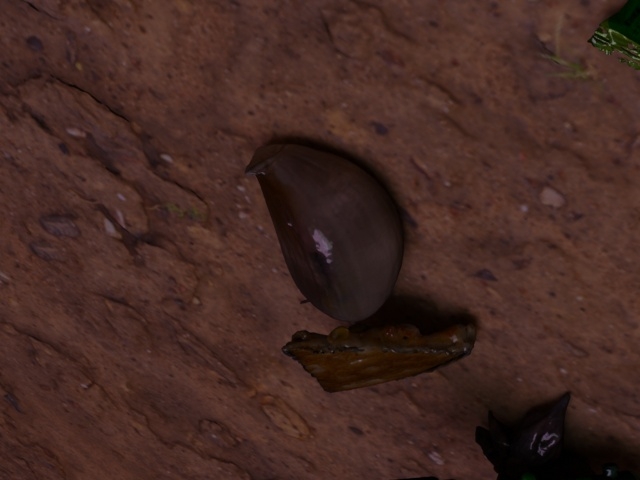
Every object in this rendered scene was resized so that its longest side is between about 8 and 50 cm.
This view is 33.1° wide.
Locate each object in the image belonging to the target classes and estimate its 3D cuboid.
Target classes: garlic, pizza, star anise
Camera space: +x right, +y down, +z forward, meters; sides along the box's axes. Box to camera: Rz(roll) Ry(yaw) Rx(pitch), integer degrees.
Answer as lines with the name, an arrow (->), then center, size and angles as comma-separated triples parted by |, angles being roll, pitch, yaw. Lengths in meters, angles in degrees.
garlic -> 0.009, 0.009, 0.921 | 0.128, 0.090, 0.198 | 24, 150, 35
pizza -> 0.027, 0.102, 0.969 | 0.176, 0.036, 0.184 | 10, 155, -31
star anise -> 0.131, 0.243, 0.977 | 0.218, 0.227, 0.148 | 28, 149, 24

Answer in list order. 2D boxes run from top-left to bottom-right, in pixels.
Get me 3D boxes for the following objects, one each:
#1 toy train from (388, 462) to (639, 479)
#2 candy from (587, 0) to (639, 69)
toy train -> 0.174, 0.259, 0.942 | 0.251, 0.085, 0.119 | -4, 98, -9
candy -> 0.244, -0.150, 0.618 | 0.102, 0.032, 0.178 | 33, 141, 0
